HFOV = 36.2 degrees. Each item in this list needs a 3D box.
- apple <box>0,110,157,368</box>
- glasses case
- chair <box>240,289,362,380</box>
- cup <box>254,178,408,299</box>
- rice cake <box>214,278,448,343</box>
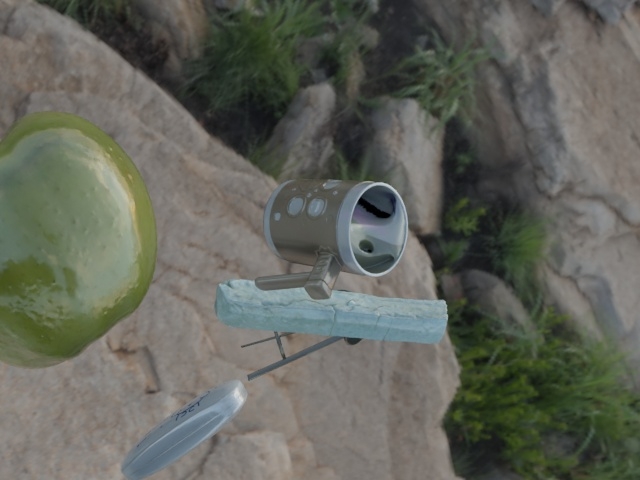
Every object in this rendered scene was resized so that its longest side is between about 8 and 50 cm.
[{"bbox_3d":[-0.415,0.007,1.498,0.360,0.320,0.312,61,19,-26],"label":"apple"},{"bbox_3d":[-0.176,0.245,1.263,0.049,0.197,0.076,53,13,-7],"label":"glasses case"},{"bbox_3d":[-0.033,0.152,1.651,0.221,0.095,0.104,-16,90,1],"label":"chair"},{"bbox_3d":[0.005,0.001,0.779,0.074,0.099,0.102,25,77,-45],"label":"cup"},{"bbox_3d":[0.012,0.073,1.007,0.245,0.045,0.042,7,40,-14],"label":"rice cake"}]
